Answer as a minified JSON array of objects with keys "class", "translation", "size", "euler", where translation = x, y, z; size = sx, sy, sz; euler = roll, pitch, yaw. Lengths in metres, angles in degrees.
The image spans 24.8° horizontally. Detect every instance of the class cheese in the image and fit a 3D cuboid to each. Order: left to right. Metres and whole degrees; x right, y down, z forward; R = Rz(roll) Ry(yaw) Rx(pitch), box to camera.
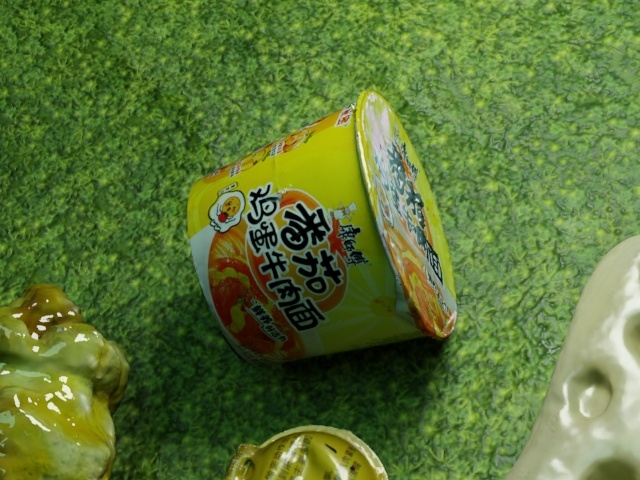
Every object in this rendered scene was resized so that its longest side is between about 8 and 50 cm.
[{"class":"cheese","translation":[0.026,0.259,1.378],"size":[0.250,0.064,0.157],"euler":[17,66,15]},{"class":"cheese","translation":[0.277,0.151,1.328],"size":[0.351,0.130,0.328],"euler":[-18,57,3]}]

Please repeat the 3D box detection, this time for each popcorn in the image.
[{"class":"popcorn","translation":[-0.300,0.184,1.426],"size":[0.276,0.225,0.277],"euler":[-6,61,12]}]

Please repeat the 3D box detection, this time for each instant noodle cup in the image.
[{"class":"instant noodle cup","translation":[0.000,0.000,1.447],"size":[0.200,0.264,0.264],"euler":[-17,55,17]}]
